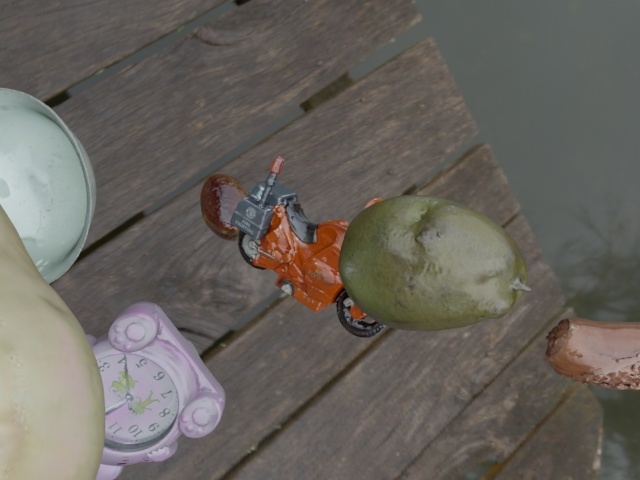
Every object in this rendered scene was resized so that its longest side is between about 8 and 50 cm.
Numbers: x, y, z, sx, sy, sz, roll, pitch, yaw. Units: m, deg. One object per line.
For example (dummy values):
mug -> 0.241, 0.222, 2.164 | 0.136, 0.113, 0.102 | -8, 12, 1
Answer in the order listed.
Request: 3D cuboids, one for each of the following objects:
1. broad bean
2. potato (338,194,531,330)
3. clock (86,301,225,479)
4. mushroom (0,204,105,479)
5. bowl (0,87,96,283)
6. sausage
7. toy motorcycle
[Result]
broad bean -> -0.222, -0.082, 1.890 | 0.114, 0.084, 0.165 | 4, 61, -15
potato -> 0.148, 0.034, 1.046 | 0.159, 0.252, 0.174 | -57, 143, -38
clock -> -0.382, 0.309, 1.607 | 0.322, 0.113, 0.295 | -34, 100, 7
mushroom -> -0.277, 0.069, 0.409 | 0.325, 0.353, 0.352 | 11, 79, -32
bowl -> -0.463, -0.086, 1.300 | 0.146, 0.314, 0.313 | -31, 106, -71
sausage -> 0.371, 0.113, 0.809 | 0.305, 0.078, 0.078 | 2, 84, -8
toy motorcycle -> 0.000, 0.000, 1.333 | 0.148, 0.326, 0.221 | -15, 133, -61
